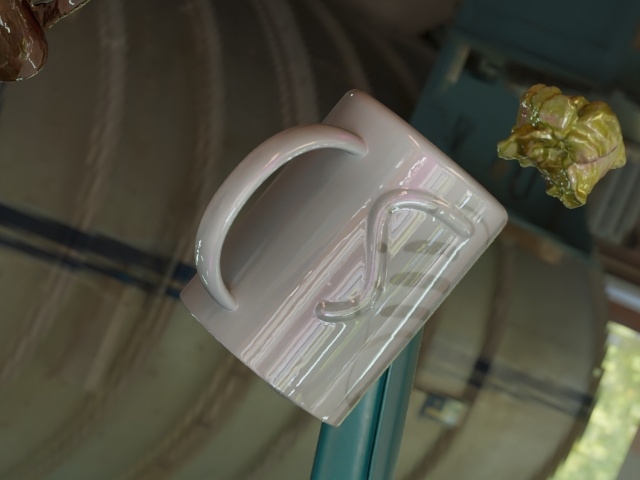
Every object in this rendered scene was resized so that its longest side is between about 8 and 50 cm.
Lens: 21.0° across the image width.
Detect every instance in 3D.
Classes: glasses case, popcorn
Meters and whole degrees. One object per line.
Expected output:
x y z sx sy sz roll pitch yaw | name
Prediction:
0.044 0.122 1.446 0.070 0.301 0.117 12 170 8 | glasses case
0.202 -0.082 1.431 0.097 0.089 0.109 40 -168 38 | popcorn

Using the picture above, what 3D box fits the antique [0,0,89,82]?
-0.229 -0.176 0.956 0.256 0.143 0.121 6 -144 12 | antique

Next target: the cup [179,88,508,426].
0.008 0.007 0.789 0.099 0.133 0.136 41 -178 9 | cup
